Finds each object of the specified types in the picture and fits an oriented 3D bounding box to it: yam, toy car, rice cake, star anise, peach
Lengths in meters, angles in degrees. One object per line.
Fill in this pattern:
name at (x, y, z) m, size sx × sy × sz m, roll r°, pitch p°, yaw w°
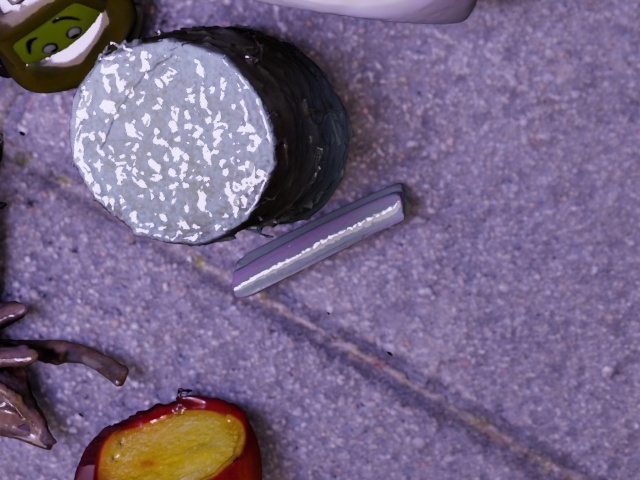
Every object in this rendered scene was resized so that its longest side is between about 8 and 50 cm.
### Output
yam at (-0.105, -0.105, 1.369) m, size 0.241 × 0.348 × 0.241 m, roll 1°, pitch 96°, yaw 10°
toy car at (-0.301, -0.264, 1.383) m, size 0.204 × 0.198 × 0.248 m, roll -32°, pitch 103°, yaw 8°
rice cake at (0.001, -0.001, 1.506) m, size 0.221 × 0.080 × 0.042 m, roll -25°, pitch 100°, yaw 8°
star anise at (-0.413, 0.121, 1.538) m, size 0.349 × 0.109 × 0.292 m, roll -22°, pitch 101°, yaw 9°
peach at (-0.171, 0.274, 1.529) m, size 0.196 × 0.190 × 0.226 m, roll 40°, pitch 109°, yaw 5°

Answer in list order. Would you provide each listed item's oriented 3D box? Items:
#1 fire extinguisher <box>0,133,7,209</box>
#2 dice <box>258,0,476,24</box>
fire extinguisher at (-0.403, -0.052, 1.370) m, size 0.141 × 0.341 × 0.105 m, roll 37°, pitch 104°, yaw -9°
dice at (0.046, -0.347, 1.323) m, size 0.259 × 0.251 × 0.243 m, roll 10°, pitch 106°, yaw -1°
